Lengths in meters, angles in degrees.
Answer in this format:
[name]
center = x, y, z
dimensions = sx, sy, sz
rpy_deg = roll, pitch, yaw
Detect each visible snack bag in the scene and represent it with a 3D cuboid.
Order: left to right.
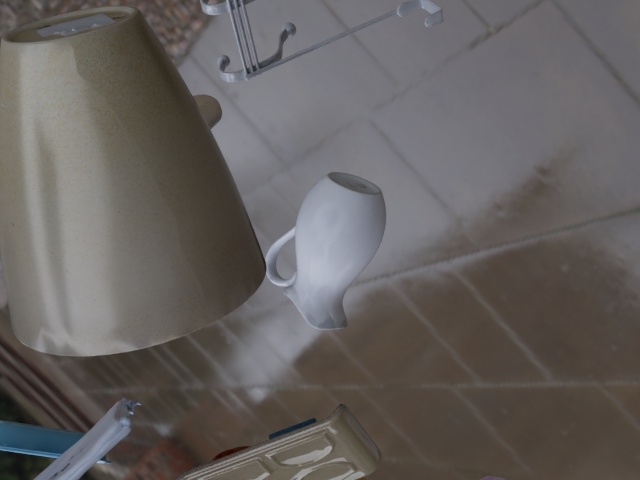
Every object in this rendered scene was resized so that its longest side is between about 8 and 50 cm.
[snack bag]
center = -0.330, 0.285, 1.203
dimensions = 0.037, 0.342, 0.323
rpy_deg = 49, 170, -2

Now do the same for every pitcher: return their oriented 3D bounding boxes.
[pitcher]
center = 0.000, 0.000, 1.655
dimensions = 0.177, 0.125, 0.207
rpy_deg = 32, 114, 35

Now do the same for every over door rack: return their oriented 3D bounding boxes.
[over door rack]
center = -0.008, -0.366, 1.515
dimensions = 0.108, 0.324, 0.240
rpy_deg = -114, 9, -47

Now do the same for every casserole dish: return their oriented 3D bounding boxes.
[casserole dish]
center = -0.368, 0.267, 1.508
dimensions = 0.188, 0.037, 0.114
rpy_deg = 12, 164, -20

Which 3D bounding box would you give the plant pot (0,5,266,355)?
[plant pot]
center = -0.203, -0.073, 1.078
dimensions = 0.256, 0.256, 0.274
rpy_deg = 20, 128, 52

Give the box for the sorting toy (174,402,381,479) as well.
[sorting toy]
center = -0.037, 0.301, 1.439
dimensions = 0.307, 0.229, 0.041
rpy_deg = 60, -174, -59

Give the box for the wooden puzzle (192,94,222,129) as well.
[wooden puzzle]
center = -0.355, -0.106, 1.723
dimensions = 0.347, 0.322, 0.081
rpy_deg = 0, 123, 31

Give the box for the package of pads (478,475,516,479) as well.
[package of pads]
center = 0.157, 0.212, 0.911
dimensions = 0.083, 0.050, 0.032
rpy_deg = 1, 95, 36
